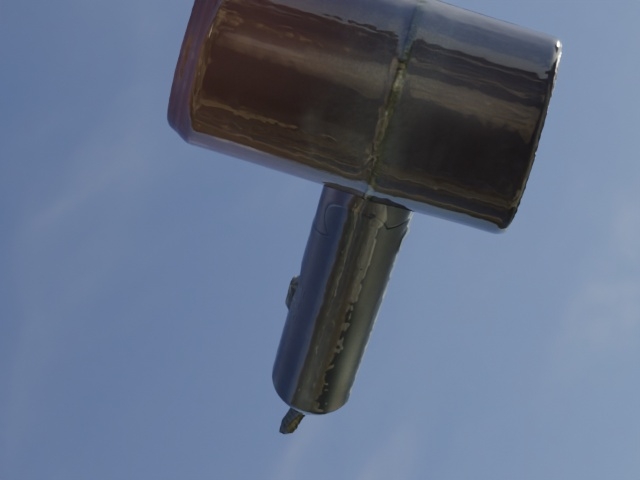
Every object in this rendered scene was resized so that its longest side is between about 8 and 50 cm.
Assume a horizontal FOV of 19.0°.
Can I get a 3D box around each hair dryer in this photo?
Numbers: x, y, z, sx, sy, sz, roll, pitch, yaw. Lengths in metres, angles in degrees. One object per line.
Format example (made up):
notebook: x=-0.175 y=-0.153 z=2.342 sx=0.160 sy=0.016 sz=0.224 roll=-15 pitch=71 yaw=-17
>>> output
hair dryer: x=0.000 y=0.000 z=0.363 sx=0.037 sy=0.063 sz=0.114 roll=-74 pitch=-1 yaw=-45
